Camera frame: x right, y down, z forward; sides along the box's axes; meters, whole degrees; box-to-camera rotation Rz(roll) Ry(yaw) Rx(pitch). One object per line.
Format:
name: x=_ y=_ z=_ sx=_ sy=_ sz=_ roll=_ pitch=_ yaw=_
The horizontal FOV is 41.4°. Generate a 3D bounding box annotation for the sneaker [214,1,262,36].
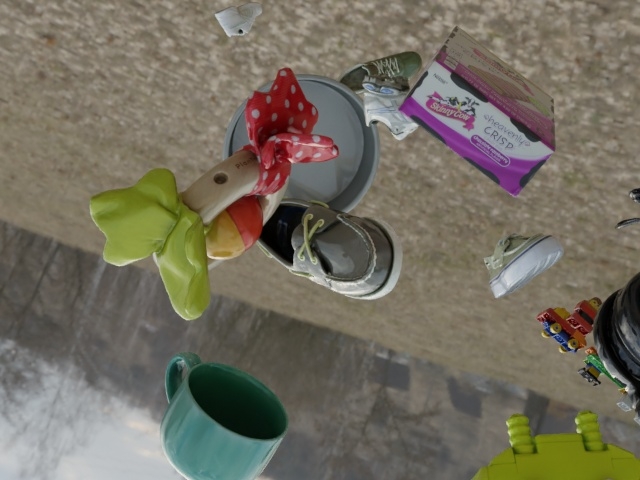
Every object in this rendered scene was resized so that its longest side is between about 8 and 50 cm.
sneaker: x=-0.167 y=-0.462 z=1.778 sx=0.053 sy=0.061 sz=0.152 roll=-13 pitch=-165 yaw=32

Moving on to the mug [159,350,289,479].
mug: x=-0.116 y=0.209 z=0.961 sx=0.129 sy=0.097 sz=0.158 roll=22 pitch=-161 yaw=-22

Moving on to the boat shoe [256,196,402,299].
boat shoe: x=-0.001 y=0.004 z=1.114 sx=0.091 sy=0.109 sz=0.305 roll=13 pitch=-176 yaw=-29

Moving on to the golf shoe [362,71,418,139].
golf shoe: x=0.136 y=-0.181 z=1.199 sx=0.176 sy=0.086 sz=0.069 roll=22 pitch=-154 yaw=36

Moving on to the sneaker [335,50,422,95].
sneaker: x=0.115 y=-0.339 z=1.738 sx=0.192 sy=0.064 sz=0.086 roll=-18 pitch=-179 yaw=11

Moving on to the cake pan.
cake pan: x=-0.037 y=-0.166 z=1.571 sx=0.293 sy=0.293 sz=0.054 roll=24 pitch=-166 yaw=-19

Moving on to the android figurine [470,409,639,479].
android figurine: x=0.210 y=0.271 z=0.682 sx=0.248 sy=0.273 sz=0.056 roll=0 pitch=151 yaw=-3

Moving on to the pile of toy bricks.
pile of toy bricks: x=0.409 y=0.138 z=1.140 sx=0.212 sy=0.105 sz=0.118 roll=42 pitch=155 yaw=2

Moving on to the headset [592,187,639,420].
headset: x=0.408 y=0.052 z=0.878 sx=0.185 sy=0.243 sz=0.394 roll=14 pitch=-148 yaw=-8

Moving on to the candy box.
candy box: x=0.187 y=-0.157 z=0.971 sx=0.159 sy=0.071 sz=0.233 roll=36 pitch=-154 yaw=-3

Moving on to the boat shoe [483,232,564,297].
boat shoe: x=0.370 y=0.037 z=1.622 sx=0.094 sy=0.109 sz=0.302 roll=62 pitch=168 yaw=12

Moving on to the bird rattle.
bird rattle: x=-0.097 y=-0.044 z=0.837 sx=0.143 sy=0.253 sz=0.207 roll=39 pitch=159 yaw=8
